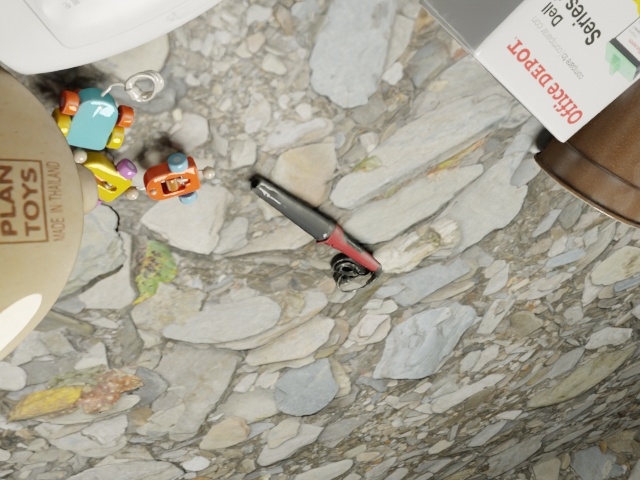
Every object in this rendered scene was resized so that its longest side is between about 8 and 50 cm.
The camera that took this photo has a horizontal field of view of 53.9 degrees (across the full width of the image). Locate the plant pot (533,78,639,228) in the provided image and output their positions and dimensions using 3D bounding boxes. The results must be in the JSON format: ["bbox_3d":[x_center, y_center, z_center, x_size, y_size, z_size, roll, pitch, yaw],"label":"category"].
[{"bbox_3d":[0.379,-0.126,0.761,0.167,0.167,0.165,9,123,-36],"label":"plant pot"}]

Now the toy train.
[{"bbox_3d":[-0.173,-0.091,0.578,0.125,0.046,0.166,-21,145,-9],"label":"toy train"}]

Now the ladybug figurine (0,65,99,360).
[{"bbox_3d":[-0.380,-0.009,0.402,0.450,0.304,0.162,-4,180,-23],"label":"ladybug figurine"}]

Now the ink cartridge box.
[{"bbox_3d":[0.261,-0.251,0.573,0.278,0.117,0.201,-44,139,22],"label":"ink cartridge box"}]

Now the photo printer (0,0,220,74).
[{"bbox_3d":[-0.153,-0.251,0.349,0.256,0.107,0.307,-29,142,3],"label":"photo printer"}]

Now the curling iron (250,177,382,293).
[{"bbox_3d":[0.000,0.000,0.783,0.068,0.035,0.274,-35,141,11],"label":"curling iron"}]
